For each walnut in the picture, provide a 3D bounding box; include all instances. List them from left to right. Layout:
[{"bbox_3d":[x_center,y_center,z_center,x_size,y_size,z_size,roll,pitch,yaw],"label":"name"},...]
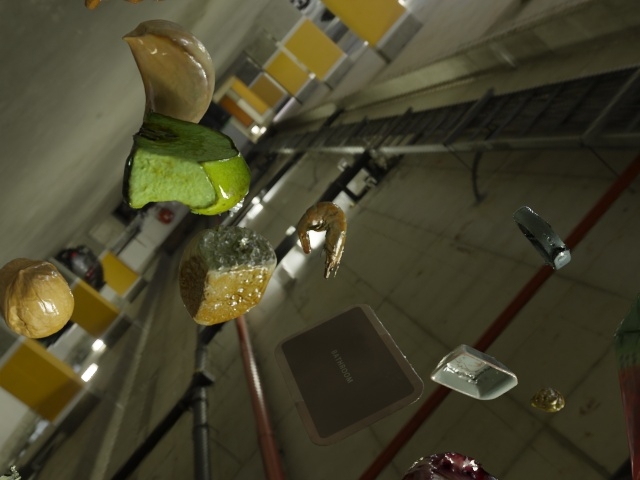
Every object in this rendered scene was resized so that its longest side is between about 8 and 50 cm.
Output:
[{"bbox_3d":[-0.735,0.145,1.813,0.225,0.193,0.193,85,26,-44],"label":"walnut"}]

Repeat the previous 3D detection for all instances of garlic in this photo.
[{"bbox_3d":[-0.348,-0.346,1.614,0.338,0.196,0.151,102,-29,-45],"label":"garlic"}]

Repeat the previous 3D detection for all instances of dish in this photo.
[{"bbox_3d":[0.435,0.364,1.971,0.154,0.234,0.064,-48,-156,38],"label":"dish"}]

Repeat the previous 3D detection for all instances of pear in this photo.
[{"bbox_3d":[-0.280,-0.157,1.522,0.238,0.256,0.164,-99,-159,-59],"label":"pear"}]

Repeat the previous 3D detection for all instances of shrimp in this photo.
[{"bbox_3d":[0.001,0.002,1.388,0.045,0.095,0.162,-139,-128,-62],"label":"shrimp"}]

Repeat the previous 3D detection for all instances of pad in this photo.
[{"bbox_3d":[0.033,0.190,1.065,0.176,0.002,0.266,-26,-150,-5],"label":"pad"}]

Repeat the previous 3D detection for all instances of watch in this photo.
[{"bbox_3d":[0.628,0.001,1.988,0.068,0.206,0.193,-37,-124,8],"label":"watch"}]

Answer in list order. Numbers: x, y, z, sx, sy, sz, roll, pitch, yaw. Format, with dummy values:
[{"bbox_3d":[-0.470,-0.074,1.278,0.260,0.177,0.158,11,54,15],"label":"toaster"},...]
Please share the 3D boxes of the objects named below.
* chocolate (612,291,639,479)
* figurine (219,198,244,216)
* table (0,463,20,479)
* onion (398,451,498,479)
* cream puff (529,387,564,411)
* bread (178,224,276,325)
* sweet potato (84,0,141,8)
[{"bbox_3d":[0.643,0.272,1.098,0.161,0.360,0.341,118,-10,-45],"label":"chocolate"},{"bbox_3d":[-0.245,-0.108,1.857,0.086,0.094,0.082,-16,-174,-11],"label":"figurine"},{"bbox_3d":[-0.518,0.418,1.135,0.079,0.083,0.062,-29,175,29],"label":"table"},{"bbox_3d":[0.180,0.380,0.863,0.248,0.248,0.161,-76,-175,-65],"label":"onion"},{"bbox_3d":[0.557,0.388,1.730,0.083,0.083,0.058,14,-105,37],"label":"cream puff"},{"bbox_3d":[-0.226,0.063,1.681,0.196,0.176,0.246,-10,144,-34],"label":"bread"},{"bbox_3d":[-0.232,-0.313,0.879,0.179,0.044,0.044,10,-128,35],"label":"sweet potato"}]
